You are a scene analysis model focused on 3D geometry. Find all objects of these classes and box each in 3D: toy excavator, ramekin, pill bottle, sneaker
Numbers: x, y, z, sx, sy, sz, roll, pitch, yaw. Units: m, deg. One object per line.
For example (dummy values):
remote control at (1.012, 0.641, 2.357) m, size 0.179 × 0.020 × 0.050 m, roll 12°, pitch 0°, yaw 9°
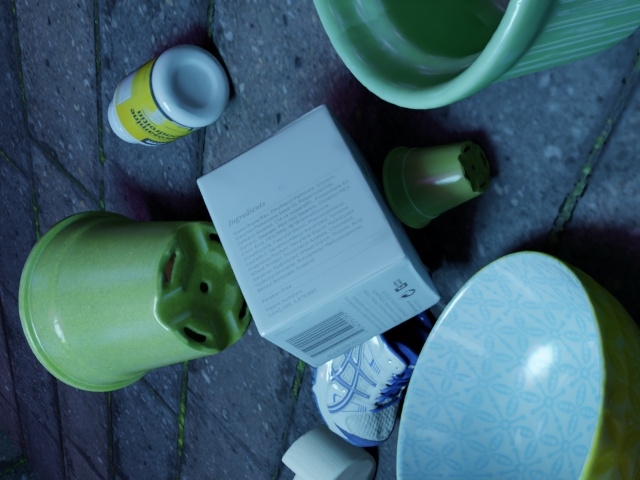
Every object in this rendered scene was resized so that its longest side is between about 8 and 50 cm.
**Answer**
toy excavator at (-0.045, 0.515, 1.247) m, size 0.222 × 0.433 × 0.445 m, roll 36°, pitch 166°, yaw 31°
ramekin at (0.107, -0.246, 0.549) m, size 0.303 × 0.148 × 0.303 m, roll 45°, pitch 142°, yaw 51°
pill bottle at (-0.202, -0.178, 1.081) m, size 0.184 × 0.103 × 0.103 m, roll -10°, pitch 106°, yaw 54°
sneaker at (0.067, 0.136, 0.965) m, size 0.131 × 0.112 × 0.296 m, roll 24°, pitch 132°, yaw 40°

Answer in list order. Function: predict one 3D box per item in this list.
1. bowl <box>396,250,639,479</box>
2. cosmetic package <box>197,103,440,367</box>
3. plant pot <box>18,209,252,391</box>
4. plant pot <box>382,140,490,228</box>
bowl at (0.207, 0.167, 0.747) m, size 0.156 × 0.289 × 0.289 m, roll 20°, pitch 149°, yaw -19°
cosmetic package at (0.000, 0.000, 0.830) m, size 0.183 × 0.152 × 0.151 m, roll 65°, pitch -171°, yaw 25°
plant pot at (-0.238, 0.077, 1.203) m, size 0.254 × 0.276 × 0.276 m, roll -8°, pitch 108°, yaw 40°
plant pot at (0.115, -0.060, 0.802) m, size 0.079 × 0.083 × 0.083 m, roll -15°, pitch 102°, yaw 42°
